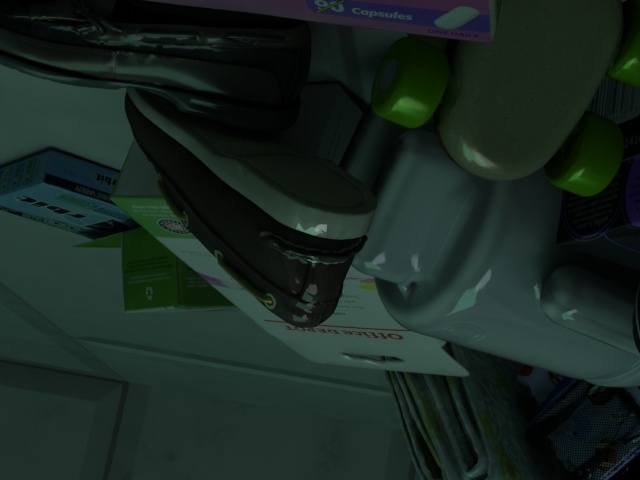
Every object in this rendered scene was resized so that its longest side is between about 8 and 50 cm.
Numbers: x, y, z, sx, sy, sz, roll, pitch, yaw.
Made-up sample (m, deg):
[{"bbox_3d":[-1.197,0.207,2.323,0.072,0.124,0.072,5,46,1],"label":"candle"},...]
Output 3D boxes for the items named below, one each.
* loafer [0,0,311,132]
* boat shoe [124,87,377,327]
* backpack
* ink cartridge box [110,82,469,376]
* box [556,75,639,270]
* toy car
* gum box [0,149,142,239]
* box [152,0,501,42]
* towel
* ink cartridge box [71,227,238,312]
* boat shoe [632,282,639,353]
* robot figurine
[{"bbox_3d":[-0.137,-0.156,1.063,0.268,0.084,0.096,14,-153,-8],"label":"loafer"},{"bbox_3d":[-0.071,-0.045,1.101,0.117,0.096,0.324,0,-155,-34],"label":"boat shoe"},{"bbox_3d":[0.356,0.144,1.498,0.263,0.213,0.276,-40,162,21],"label":"backpack"},{"bbox_3d":[0.000,0.000,1.336,0.207,0.119,0.353,2,153,33],"label":"ink cartridge box"},{"bbox_3d":[0.322,-0.040,0.991,0.270,0.143,0.165,17,164,-23],"label":"box"},{"bbox_3d":[0.106,-0.128,0.933,0.155,0.149,0.188,20,-168,-20],"label":"toy car"},{"bbox_3d":[-0.274,-0.048,1.624,0.157,0.041,0.184,18,164,-31],"label":"gum box"},{"bbox_3d":[-0.016,-0.202,0.672,0.214,0.117,0.243,9,165,9],"label":"box"},{"bbox_3d":[0.188,0.170,1.585,0.090,0.320,0.374,-31,146,23],"label":"towel"},{"bbox_3d":[-0.144,0.036,1.648,0.189,0.097,0.255,0,173,-35],"label":"ink cartridge box"},{"bbox_3d":[0.280,0.085,0.963,0.119,0.121,0.335,-9,159,39],"label":"boat shoe"},{"bbox_3d":[0.182,0.000,1.141,0.354,0.199,0.300,17,-157,-23],"label":"robot figurine"}]
